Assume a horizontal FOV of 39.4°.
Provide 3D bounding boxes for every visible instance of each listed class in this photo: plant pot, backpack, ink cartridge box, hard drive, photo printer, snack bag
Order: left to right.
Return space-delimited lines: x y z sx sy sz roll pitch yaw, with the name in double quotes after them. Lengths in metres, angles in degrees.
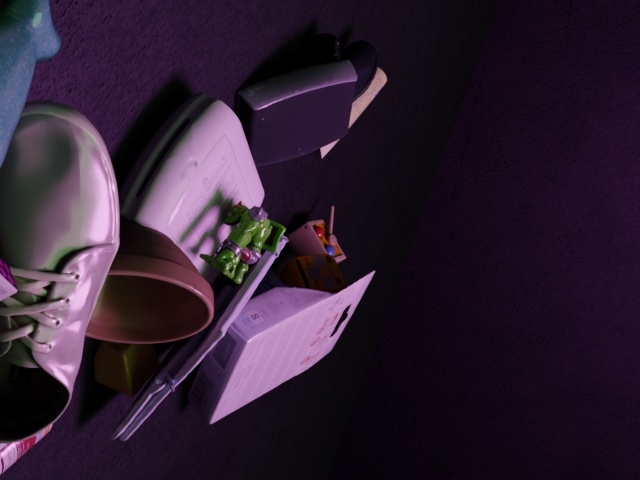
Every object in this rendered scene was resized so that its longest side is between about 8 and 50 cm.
-0.323 0.190 1.468 0.081 0.081 0.083 -52 152 -40 "plant pot"
-0.267 0.053 1.266 0.237 0.237 0.110 82 7 -61 "plant pot"
-0.206 -0.068 1.420 0.256 0.107 0.307 -59 162 -19 "photo printer"
-0.206 0.160 1.538 0.342 0.037 0.323 -46 -173 33 "snack bag"
-0.120 0.128 1.938 0.084 0.114 0.105 -12 129 -45 "backpack"
-0.083 0.202 1.913 0.385 0.091 0.308 -26 153 -41 "ink cartridge box"
-0.042 -0.229 1.647 0.254 0.054 0.172 -22 139 -33 "hard drive"

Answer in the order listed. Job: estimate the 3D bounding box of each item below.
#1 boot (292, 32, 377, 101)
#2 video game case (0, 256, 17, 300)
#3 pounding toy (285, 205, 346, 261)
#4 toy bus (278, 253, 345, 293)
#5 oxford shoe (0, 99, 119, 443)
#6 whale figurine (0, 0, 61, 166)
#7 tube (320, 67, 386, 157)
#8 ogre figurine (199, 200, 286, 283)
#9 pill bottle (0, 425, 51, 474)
0.035 -0.351 1.798 0.246 0.094 0.207 -55 165 -16 "boot"
-0.422 0.033 0.816 0.210 0.042 0.232 -26 154 -6 "video game case"
0.000 0.000 2.106 0.100 0.130 0.141 -33 174 20 "pounding toy"
-0.055 0.178 2.060 0.130 0.108 0.333 -7 141 -24 "toy bus"
-0.336 0.058 1.054 0.130 0.169 0.449 -104 -152 -63 "oxford shoe"
-0.333 -0.144 0.857 0.272 0.141 0.216 -51 158 -33 "whale figurine"
0.064 -0.300 2.041 0.070 0.062 0.240 46 67 -25 "tube"
-0.121 0.007 1.425 0.118 0.097 0.197 -55 156 -7 "ogre figurine"
-0.439 0.266 1.194 0.152 0.086 0.086 -44 152 -51 "pill bottle"
